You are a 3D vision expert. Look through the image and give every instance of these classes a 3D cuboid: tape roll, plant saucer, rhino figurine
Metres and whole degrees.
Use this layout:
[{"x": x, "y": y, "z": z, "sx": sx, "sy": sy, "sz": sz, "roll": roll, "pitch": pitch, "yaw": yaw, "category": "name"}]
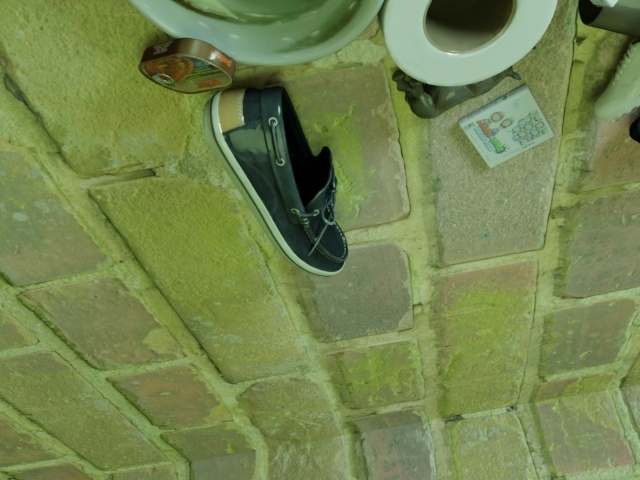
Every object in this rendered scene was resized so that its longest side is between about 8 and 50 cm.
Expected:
[{"x": 0.197, "y": -0.373, "z": 0.944, "sx": 0.246, "sy": 0.169, "sz": 0.246, "roll": -4, "pitch": 142, "yaw": -3, "category": "tape roll"}, {"x": -0.100, "y": -0.404, "z": 0.861, "sx": 0.400, "sy": 0.101, "sz": 0.400, "roll": 8, "pitch": 154, "yaw": 4, "category": "plant saucer"}, {"x": 0.256, "y": -0.290, "z": 1.140, "sx": 0.243, "sy": 0.073, "sz": 0.106, "roll": -21, "pitch": 136, "yaw": 15, "category": "rhino figurine"}]

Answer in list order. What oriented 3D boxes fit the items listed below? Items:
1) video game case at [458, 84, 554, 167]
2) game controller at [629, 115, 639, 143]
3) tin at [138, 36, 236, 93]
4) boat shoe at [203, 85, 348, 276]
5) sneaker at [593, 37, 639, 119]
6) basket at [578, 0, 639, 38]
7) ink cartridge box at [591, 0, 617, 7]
[{"x": 0.370, "y": -0.222, "z": 1.289, "sx": 0.143, "sy": 0.019, "sz": 0.157, "roll": -27, "pitch": 138, "yaw": 23, "category": "video game case"}, {"x": 0.771, "y": -0.226, "z": 1.239, "sx": 0.319, "sy": 0.166, "sz": 0.067, "roll": -12, "pitch": 122, "yaw": 6, "category": "game controller"}, {"x": -0.212, "y": -0.275, "z": 1.033, "sx": 0.189, "sy": 0.040, "sz": 0.106, "roll": 5, "pitch": 162, "yaw": 45, "category": "tin"}, {"x": -0.038, "y": -0.097, "z": 1.251, "sx": 0.155, "sy": 0.187, "sz": 0.500, "roll": -14, "pitch": 137, "yaw": 18, "category": "boat shoe"}, {"x": 0.576, "y": -0.314, "z": 1.169, "sx": 0.094, "sy": 0.090, "sz": 0.235, "roll": 33, "pitch": 135, "yaw": -11, "category": "sneaker"}, {"x": 0.531, "y": -0.386, "z": 0.994, "sx": 0.226, "sy": 0.205, "sz": 0.154, "roll": 5, "pitch": 169, "yaw": -1, "category": "basket"}, {"x": 0.386, "y": -0.467, "z": 0.850, "sx": 0.224, "sy": 0.045, "sz": 0.223, "roll": 33, "pitch": 99, "yaw": -28, "category": "ink cartridge box"}]
